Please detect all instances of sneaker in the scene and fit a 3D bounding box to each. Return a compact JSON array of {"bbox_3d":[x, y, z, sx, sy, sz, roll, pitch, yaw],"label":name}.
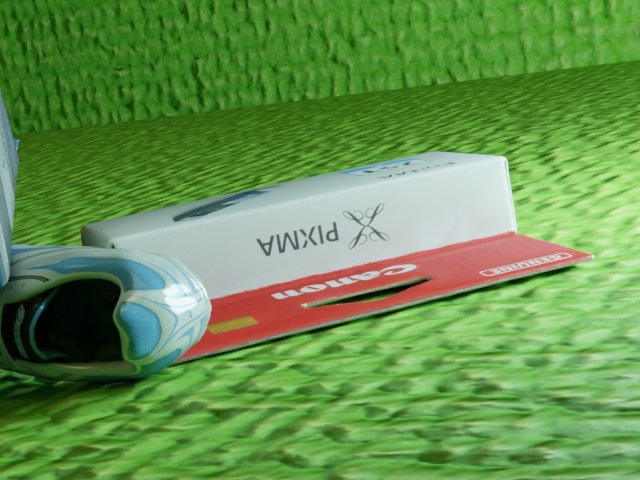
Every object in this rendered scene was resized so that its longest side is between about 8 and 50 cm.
[{"bbox_3d":[-0.178,0.045,0.952,0.237,0.085,0.086,-5,5,33],"label":"sneaker"}]

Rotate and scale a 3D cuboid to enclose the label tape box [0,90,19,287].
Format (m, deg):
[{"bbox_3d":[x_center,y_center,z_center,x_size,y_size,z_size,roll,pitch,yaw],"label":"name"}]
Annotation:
[{"bbox_3d":[-0.326,-0.046,1.023,0.241,0.106,0.333,-12,20,-6],"label":"label tape box"}]

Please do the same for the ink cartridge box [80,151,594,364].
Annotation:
[{"bbox_3d":[0.000,0.000,1.095,0.296,0.066,0.261,-13,9,-16],"label":"ink cartridge box"}]
